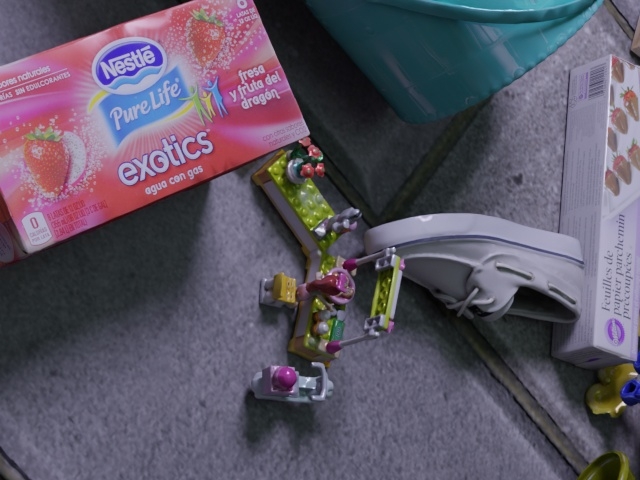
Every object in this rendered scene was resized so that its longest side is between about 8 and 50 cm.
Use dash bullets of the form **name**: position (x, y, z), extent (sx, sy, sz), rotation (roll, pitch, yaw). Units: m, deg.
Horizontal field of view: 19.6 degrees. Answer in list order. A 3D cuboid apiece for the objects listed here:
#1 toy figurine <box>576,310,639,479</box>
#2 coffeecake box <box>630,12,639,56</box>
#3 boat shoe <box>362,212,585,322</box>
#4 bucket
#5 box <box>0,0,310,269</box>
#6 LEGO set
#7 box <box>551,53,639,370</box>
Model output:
- **toy figurine**: position (0.394, 0.216, 1.842), extent (0.217, 0.191, 0.362), rotation (44, 56, -26)
- **coffeecake box**: position (0.446, -0.229, 2.073), extent (0.185, 0.068, 0.142), rotation (33, 59, -27)
- **boat shoe**: position (0.152, 0.034, 1.762), extent (0.267, 0.096, 0.088), rotation (11, 66, -44)
- **bucket**: position (0.123, -0.251, 1.711), extent (0.183, 0.281, 0.281), rotation (53, 53, -17)
- **box**: position (-0.181, -0.086, 1.496), extent (0.300, 0.154, 0.142), rotation (-25, 93, -38)
- **LEGO set**: position (0.000, 0.000, 1.639), extent (0.132, 0.107, 0.287), rotation (1, 77, -38)
- **box**: position (0.289, -0.031, 1.900), extent (0.063, 0.067, 0.324), rotation (20, 65, -33)
